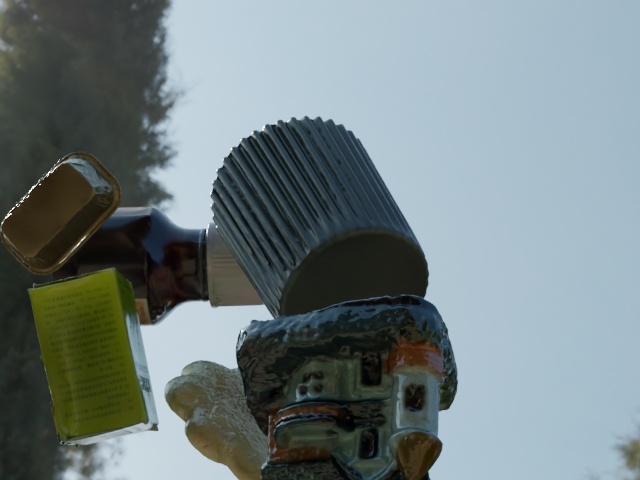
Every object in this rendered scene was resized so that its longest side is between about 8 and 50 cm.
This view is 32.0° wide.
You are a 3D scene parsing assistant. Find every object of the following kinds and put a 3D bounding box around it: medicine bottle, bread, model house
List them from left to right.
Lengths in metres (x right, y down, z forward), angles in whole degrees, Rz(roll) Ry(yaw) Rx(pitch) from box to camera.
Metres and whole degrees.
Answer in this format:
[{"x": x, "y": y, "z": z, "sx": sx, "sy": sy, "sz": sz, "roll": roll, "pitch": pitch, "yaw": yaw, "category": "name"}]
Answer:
[{"x": -0.341, "y": 0.180, "z": 1.701, "sx": 0.141, "sy": 0.250, "sz": 0.137, "roll": -13, "pitch": -11, "yaw": -5, "category": "medicine bottle"}, {"x": -0.297, "y": 0.056, "z": 2.172, "sx": 0.395, "sy": 0.242, "sz": 0.242, "roll": 3, "pitch": -37, "yaw": 4, "category": "medicine bottle"}, {"x": -0.108, "y": 0.296, "z": 1.812, "sx": 0.316, "sy": 0.316, "sz": 0.054, "roll": 29, "pitch": -71, "yaw": -13, "category": "bread"}, {"x": 0.030, "y": 0.235, "z": 1.256, "sx": 0.253, "sy": 0.291, "sz": 0.184, "roll": -6, "pitch": -35, "yaw": 10, "category": "model house"}]

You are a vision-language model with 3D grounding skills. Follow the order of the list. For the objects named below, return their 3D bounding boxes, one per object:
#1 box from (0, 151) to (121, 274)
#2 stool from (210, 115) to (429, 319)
[{"x": -0.359, "y": -0.038, "z": 1.531, "sx": 0.111, "sy": 0.177, "sz": 0.111, "roll": 45, "pitch": 1, "yaw": -1, "category": "box"}, {"x": 0.000, "y": 0.000, "z": 1.825, "sx": 0.297, "sy": 0.330, "sz": 0.297, "roll": -11, "pitch": -53, "yaw": -15, "category": "stool"}]
